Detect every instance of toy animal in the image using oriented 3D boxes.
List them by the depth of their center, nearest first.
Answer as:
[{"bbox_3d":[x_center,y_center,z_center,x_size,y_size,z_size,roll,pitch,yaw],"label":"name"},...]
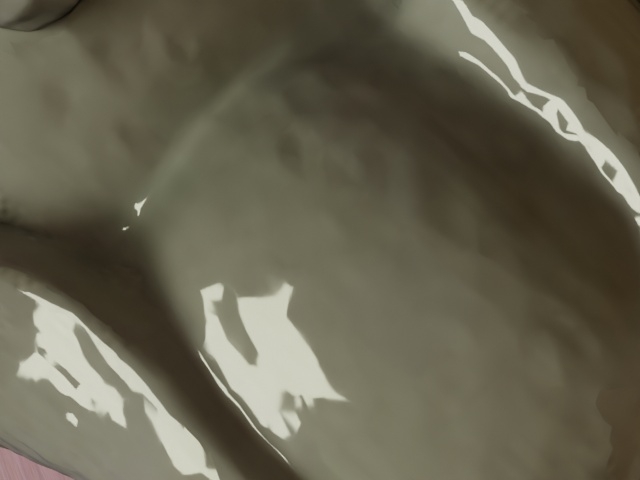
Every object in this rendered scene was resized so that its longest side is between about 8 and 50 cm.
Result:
[{"bbox_3d":[0.000,0.000,0.482,0.265,0.271,0.206,48,176,12],"label":"toy animal"}]
